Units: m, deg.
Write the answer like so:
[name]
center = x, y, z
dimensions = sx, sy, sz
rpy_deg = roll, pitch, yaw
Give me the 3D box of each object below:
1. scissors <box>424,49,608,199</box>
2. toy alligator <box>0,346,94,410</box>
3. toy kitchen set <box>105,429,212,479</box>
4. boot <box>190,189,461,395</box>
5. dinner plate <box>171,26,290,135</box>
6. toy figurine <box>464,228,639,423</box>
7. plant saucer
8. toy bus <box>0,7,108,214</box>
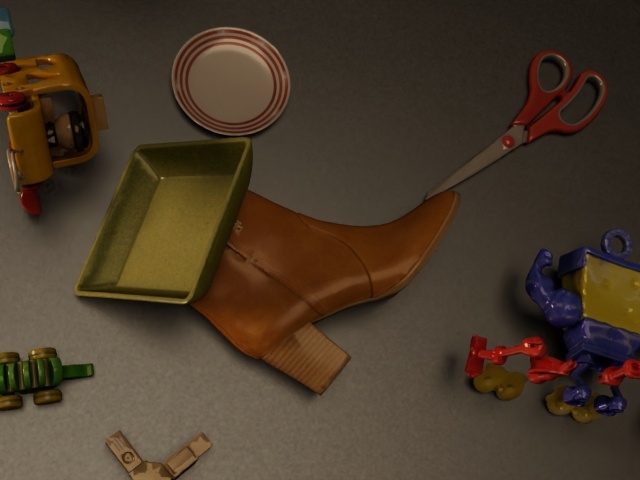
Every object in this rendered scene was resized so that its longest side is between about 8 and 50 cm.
[scissors]
center = 0.252, -0.125, 1.188
dimensions = 0.109, 0.021, 0.297
rpy_deg = 40, 68, 1
[toy alligator]
center = -0.327, 0.142, 0.970
dimensions = 0.189, 0.051, 0.056
rpy_deg = -6, 74, -13
[toy kitchen set]
center = -0.163, 0.208, 0.975
dimensions = 0.083, 0.068, 0.075
rpy_deg = -37, 83, -20
[boot]
center = -0.001, 0.001, 1.055
dimensions = 0.211, 0.104, 0.295
rpy_deg = 39, 74, 2
[dinner plate]
center = -0.106, -0.188, 1.137
dimensions = 0.141, 0.017, 0.141
rpy_deg = 3, 73, -10
[toy figurine]
center = 0.357, 0.085, 1.065
dimensions = 0.362, 0.191, 0.217
rpy_deg = 17, 66, -7
[plant saucer]
center = -0.156, -0.014, 1.014
dimensions = 0.045, 0.188, 0.188
rpy_deg = 39, 62, -44
[toy bus]
center = -0.275, -0.126, 0.990
dimensions = 0.104, 0.191, 0.202
rpy_deg = -13, 76, -15
